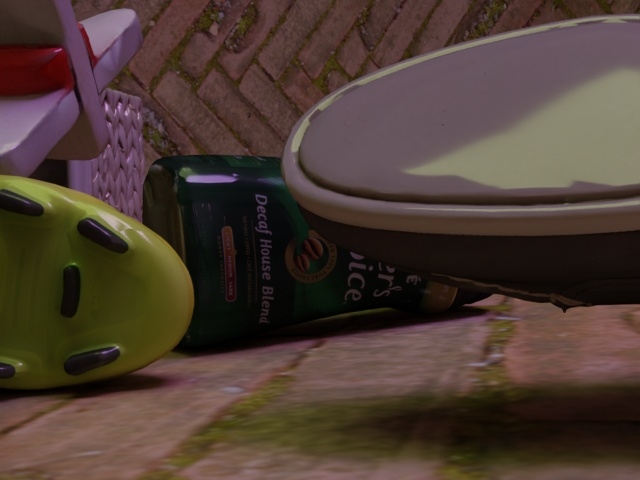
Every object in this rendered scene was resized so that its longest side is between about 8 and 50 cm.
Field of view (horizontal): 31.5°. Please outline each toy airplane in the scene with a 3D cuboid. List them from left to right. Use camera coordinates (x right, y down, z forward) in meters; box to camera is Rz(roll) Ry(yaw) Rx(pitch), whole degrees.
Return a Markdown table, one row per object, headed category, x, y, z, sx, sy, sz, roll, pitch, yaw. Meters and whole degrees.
| category | x | y | z | sx | sy | sz | roll | pitch | yaw |
| --- | --- | --- | --- | --- | --- | --- | --- | --- | --- |
| toy airplane | -0.320 | -0.129 | 0.756 | 0.384 | 0.272 | 0.386 | -35 | 25 | -9 |

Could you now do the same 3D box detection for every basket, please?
| category | x | y | z | sx | sy | sz | roll | pitch | yaw |
| --- | --- | --- | --- | --- | --- | --- | --- | --- | --- |
| basket | -0.212 | -0.046 | 0.940 | 0.113 | 0.167 | 0.103 | -2 | 0 | 30 |

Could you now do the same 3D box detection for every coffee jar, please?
| category | x | y | z | sx | sy | sz | roll | pitch | yaw |
| --- | --- | --- | --- | --- | --- | --- | --- | --- | --- |
| coffee jar | 0.005 | -0.002 | 0.592 | 0.184 | 0.096 | 0.079 | -7 | 8 | -23 |

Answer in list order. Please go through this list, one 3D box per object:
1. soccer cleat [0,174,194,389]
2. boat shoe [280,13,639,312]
| category | x | y | z | sx | sy | sz | roll | pitch | yaw |
| --- | --- | --- | --- | --- | --- | --- | --- | --- | --- |
| soccer cleat | -0.184 | 0.019 | 0.536 | 0.289 | 0.093 | 0.121 | -2 | -1 | 19 |
| boat shoe | 0.157 | -0.019 | 0.361 | 0.335 | 0.095 | 0.112 | -8 | 40 | 12 |
